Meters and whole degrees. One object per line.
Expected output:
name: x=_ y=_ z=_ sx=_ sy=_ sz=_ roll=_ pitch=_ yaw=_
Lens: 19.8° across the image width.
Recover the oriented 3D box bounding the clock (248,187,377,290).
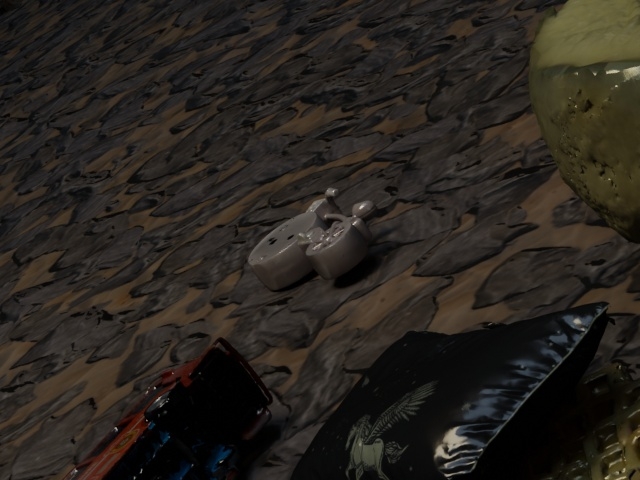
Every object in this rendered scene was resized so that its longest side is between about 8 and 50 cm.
clock: x=0.000 y=0.000 z=1.362 sx=0.087 sy=0.041 sz=0.129 roll=-42 pitch=17 yaw=-22

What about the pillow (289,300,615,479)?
pillow: x=0.060 y=0.093 z=0.982 sx=0.141 sy=0.055 sz=0.208 roll=-50 pitch=14 yaw=-23

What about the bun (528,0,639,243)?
bun: x=0.248 y=-0.082 z=1.027 sx=0.259 sy=0.152 sz=0.259 roll=-15 pitch=20 yaw=6

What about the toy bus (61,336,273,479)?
toy bus: x=-0.124 y=0.157 z=1.106 sx=0.096 sy=0.073 sz=0.235 roll=-20 pitch=21 yaw=48

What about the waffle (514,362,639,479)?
waffle: x=0.139 y=0.106 z=0.915 sx=0.092 sy=0.021 sz=0.135 roll=-27 pitch=20 yaw=14
